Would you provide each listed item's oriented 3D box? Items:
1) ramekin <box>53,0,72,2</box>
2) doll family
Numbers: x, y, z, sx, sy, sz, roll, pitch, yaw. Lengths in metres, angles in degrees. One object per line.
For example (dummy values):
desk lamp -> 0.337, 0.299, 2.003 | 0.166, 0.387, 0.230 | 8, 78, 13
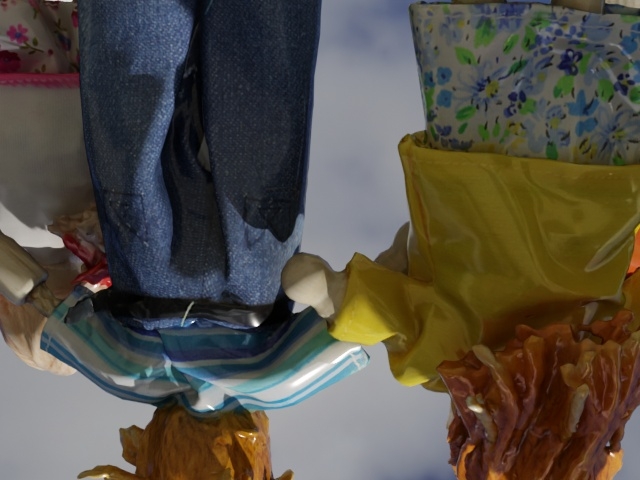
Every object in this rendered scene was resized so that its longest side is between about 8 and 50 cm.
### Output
ramekin -> -0.130, -0.168, 0.639 | 0.277, 0.135, 0.277 | 8, -118, -15
doll family -> 0.000, 0.000, 0.463 | 0.263, 0.163, 0.118 | 2, -164, 8
